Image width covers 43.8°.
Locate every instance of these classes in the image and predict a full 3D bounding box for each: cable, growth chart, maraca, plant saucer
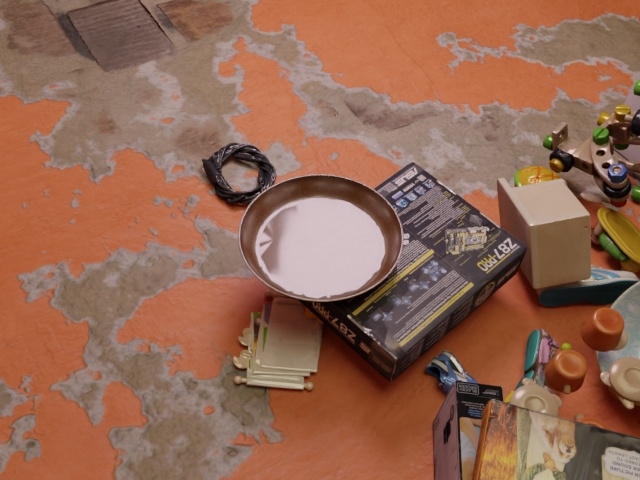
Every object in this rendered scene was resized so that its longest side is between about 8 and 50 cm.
[{"bbox_3d":[-0.176,-0.150,1.816,0.151,0.047,0.184,-19,53,-27],"label":"cable"},{"bbox_3d":[-0.072,0.191,1.557,0.172,0.021,0.237,12,50,3],"label":"growth chart"},{"bbox_3d":[0.520,-0.099,1.819,0.127,0.099,0.185,-27,66,-40],"label":"maraca"},{"bbox_3d":[0.000,0.000,1.509,0.311,0.050,0.310,1,51,-1],"label":"plant saucer"}]

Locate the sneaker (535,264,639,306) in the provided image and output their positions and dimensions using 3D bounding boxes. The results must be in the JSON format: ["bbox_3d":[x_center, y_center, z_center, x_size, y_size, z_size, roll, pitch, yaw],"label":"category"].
[{"bbox_3d":[0.563,0.080,1.684,0.229,0.087,0.092,0,49,-9],"label":"sneaker"}]

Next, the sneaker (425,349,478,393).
[{"bbox_3d":[0.257,0.275,1.509,0.059,0.053,0.144,-23,48,-24],"label":"sneaker"}]

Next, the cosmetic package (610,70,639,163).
[{"bbox_3d":[0.854,-0.356,1.897,0.197,0.365,0.155,-29,58,-24],"label":"cosmetic package"}]

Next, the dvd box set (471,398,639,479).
[{"bbox_3d":[0.352,0.462,1.136,0.308,0.062,0.420,14,57,8],"label":"dvd box set"}]

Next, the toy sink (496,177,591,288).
[{"bbox_3d":[0.468,-0.032,1.664,0.131,0.152,0.234,-11,28,0],"label":"toy sink"}]

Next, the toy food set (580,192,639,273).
[{"bbox_3d":[0.658,-0.003,1.784,0.128,0.071,0.217,1,48,-38],"label":"toy food set"}]

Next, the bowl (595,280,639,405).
[{"bbox_3d":[0.698,0.215,1.524,0.156,0.290,0.289,37,39,-34],"label":"bowl"}]

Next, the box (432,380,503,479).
[{"bbox_3d":[0.250,0.403,1.328,0.087,0.169,0.289,8,49,-3],"label":"box"}]

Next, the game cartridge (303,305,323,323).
[{"bbox_3d":[0.084,0.028,1.678,0.286,0.052,0.323,-3,47,-12],"label":"game cartridge"}]

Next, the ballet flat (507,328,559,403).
[{"bbox_3d":[0.419,0.267,1.526,0.079,0.077,0.221,31,51,1],"label":"ballet flat"}]

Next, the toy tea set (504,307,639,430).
[{"bbox_3d":[0.488,0.282,1.465,0.200,0.124,0.336,38,64,22],"label":"toy tea set"}]

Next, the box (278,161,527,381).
[{"bbox_3d":[0.161,0.044,1.573,0.395,0.097,0.318,-36,60,-29],"label":"box"}]

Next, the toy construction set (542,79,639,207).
[{"bbox_3d":[0.666,-0.211,1.849,0.237,0.309,0.257,25,89,39],"label":"toy construction set"}]
